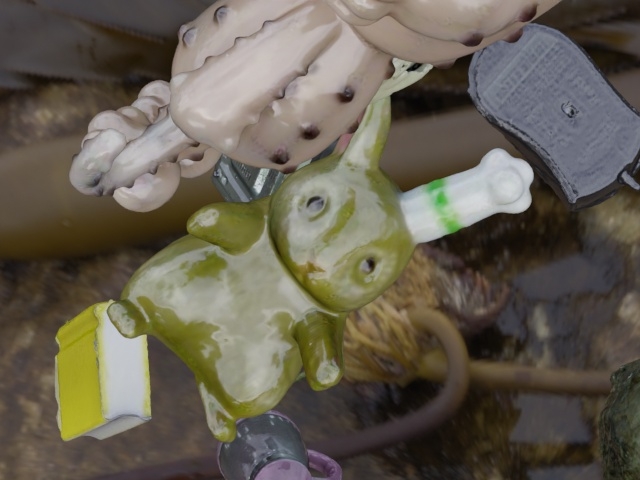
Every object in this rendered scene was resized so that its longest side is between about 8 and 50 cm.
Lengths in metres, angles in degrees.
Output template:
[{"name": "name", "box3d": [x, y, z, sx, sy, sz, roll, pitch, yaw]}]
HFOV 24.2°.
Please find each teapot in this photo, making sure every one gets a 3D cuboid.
[{"name": "teapot", "box3d": [-0.054, 0.302, 1.924, 0.148, 0.146, 0.116, 42, 92, -24]}]

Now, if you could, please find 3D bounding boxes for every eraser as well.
[{"name": "eraser", "box3d": [-0.282, 0.169, 1.911, 0.069, 0.226, 0.158, -2, 77, -25]}]

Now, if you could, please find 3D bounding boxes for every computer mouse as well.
[{"name": "computer mouse", "box3d": [0.284, -0.150, 1.788, 0.147, 0.088, 0.264, -45, 97, -4]}]

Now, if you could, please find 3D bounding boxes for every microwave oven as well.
[{"name": "microwave oven", "box3d": [-0.035, -0.110, 1.823, 0.129, 0.205, 0.163, -11, 49, -37]}]

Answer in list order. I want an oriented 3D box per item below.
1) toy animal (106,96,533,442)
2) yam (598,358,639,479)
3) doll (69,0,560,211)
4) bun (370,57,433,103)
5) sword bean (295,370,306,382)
[{"name": "toy animal", "box3d": [-0.011, 0.012, 1.263, 0.363, 0.180, 0.181, -36, 98, 33]}, {"name": "yam", "box3d": [0.373, 0.161, 1.281, 0.195, 0.300, 0.195, 7, 70, -21]}, {"name": "doll", "box3d": [0.006, -0.102, 0.637, 0.278, 0.154, 0.119, -35, 95, 26]}, {"name": "bun", "box3d": [0.046, -0.222, 1.014, 0.146, 0.287, 0.287, 7, 80, 24]}, {"name": "sword bean", "box3d": [-0.019, 0.157, 1.750, 0.012, 0.083, 0.012, 12, 66, -28]}]
